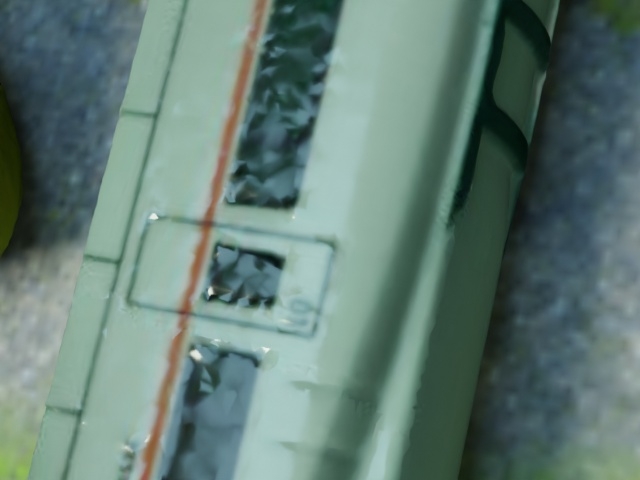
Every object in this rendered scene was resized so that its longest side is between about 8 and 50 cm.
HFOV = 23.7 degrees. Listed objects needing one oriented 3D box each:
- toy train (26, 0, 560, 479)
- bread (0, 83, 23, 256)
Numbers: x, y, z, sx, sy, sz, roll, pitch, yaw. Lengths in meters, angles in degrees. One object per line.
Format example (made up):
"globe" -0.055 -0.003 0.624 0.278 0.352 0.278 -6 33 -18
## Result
"toy train" 0.000 0.000 0.365 0.088 0.086 0.407 9 79 21
"bread" -0.155 -0.033 0.426 0.114 0.129 0.111 -27 28 20
